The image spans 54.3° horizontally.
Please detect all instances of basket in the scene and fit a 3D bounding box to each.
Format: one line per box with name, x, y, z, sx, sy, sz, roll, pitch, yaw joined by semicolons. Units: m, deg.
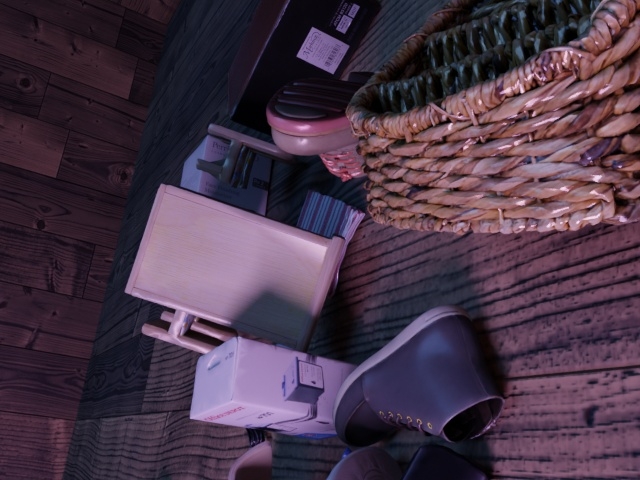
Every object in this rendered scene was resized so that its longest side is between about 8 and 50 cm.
basket;0.146;-0.130;0.498;0.299;0.213;0.223;7;109;64

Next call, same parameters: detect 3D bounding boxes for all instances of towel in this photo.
towel;0.000;0.000;0.998;0.197;0.029;0.144;31;103;66

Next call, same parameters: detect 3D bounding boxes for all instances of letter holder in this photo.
letter holder;-0.049;-0.373;1.176;0.302;0.152;0.214;-57;28;30

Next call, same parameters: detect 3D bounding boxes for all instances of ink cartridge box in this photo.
ink cartridge box;-0.049;0.192;0.788;0.139;0.190;0.082;-35;45;52

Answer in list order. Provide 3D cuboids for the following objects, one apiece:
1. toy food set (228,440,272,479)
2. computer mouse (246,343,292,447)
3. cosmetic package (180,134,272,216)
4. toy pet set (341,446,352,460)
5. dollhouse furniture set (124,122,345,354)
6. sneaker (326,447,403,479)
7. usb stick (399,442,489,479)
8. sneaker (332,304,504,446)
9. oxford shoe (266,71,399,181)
toy food set;-0.044;0.425;0.719;0.306;0.092;0.220;-115;24;-49
computer mouse;-0.089;0.237;1.009;0.193;0.042;0.106;-66;26;15
cosmetic package;-0.207;-0.093;1.313;0.151;0.151;0.184;-28;52;56
toy pet set;0.025;0.332;0.737;0.122;0.065;0.114;-65;-8;10
dollhouse furniture set;-0.114;0.022;1.014;0.394;0.256;0.362;-95;25;-86
sneaker;-0.004;0.296;0.633;0.079;0.217;0.121;51;121;10
usb stick;0.058;0.295;0.522;0.077;0.045;0.278;18;52;29
sneaker;0.089;0.178;0.649;0.222;0.083;0.118;-55;32;31
oxford shoe;0.042;-0.126;0.749;0.123;0.348;0.130;19;113;22
